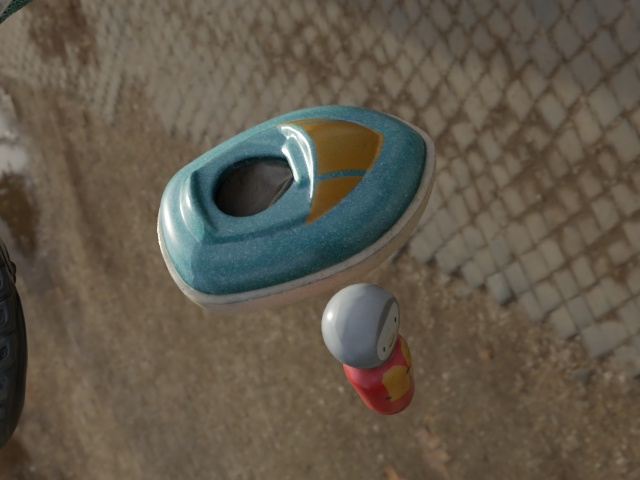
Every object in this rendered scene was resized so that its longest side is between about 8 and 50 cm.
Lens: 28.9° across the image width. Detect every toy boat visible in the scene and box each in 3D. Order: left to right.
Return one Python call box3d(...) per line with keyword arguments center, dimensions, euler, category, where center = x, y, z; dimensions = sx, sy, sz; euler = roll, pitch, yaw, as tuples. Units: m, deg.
box3d(center=(0.000, 0.000, 1.081), dimensions=(0.318, 0.267, 0.148), euler=(63, 177, 37), category="toy boat")

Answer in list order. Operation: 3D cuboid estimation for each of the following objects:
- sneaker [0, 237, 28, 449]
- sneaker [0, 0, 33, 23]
box3d(center=(-0.249, 0.030, 0.851), dimensions=(0.130, 0.109, 0.286), euler=(63, -178, -56), category="sneaker")
box3d(center=(-0.211, -0.187, 0.879), dimensions=(0.166, 0.076, 0.065), euler=(-33, 75, 29), category="sneaker")
